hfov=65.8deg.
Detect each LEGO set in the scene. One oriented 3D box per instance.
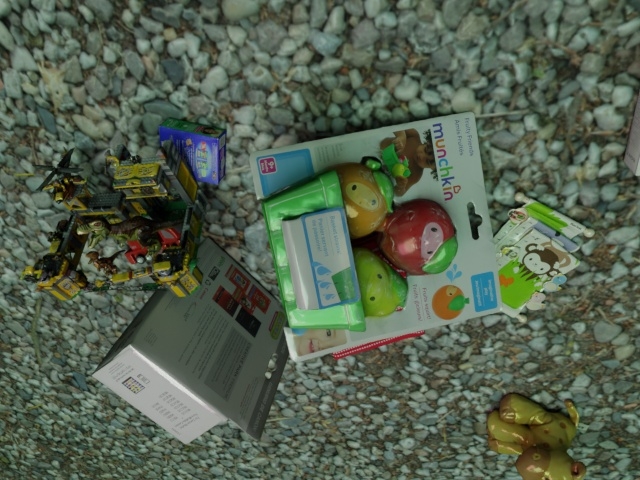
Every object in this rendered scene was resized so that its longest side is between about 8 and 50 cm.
[{"bbox_3d":[-0.346,-0.038,0.807,0.331,0.255,0.192,4,149,14],"label":"LEGO set"}]

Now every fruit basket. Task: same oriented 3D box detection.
[{"bbox_3d":[0.096,-0.004,0.745,0.353,0.165,0.327,-10,98,-2],"label":"fruit basket"}]

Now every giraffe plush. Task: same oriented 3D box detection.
[{"bbox_3d":[0.453,0.438,1.007,0.210,0.170,0.181,-4,121,16],"label":"giraffe plush"}]

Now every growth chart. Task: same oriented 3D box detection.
[{"bbox_3d":[0.358,0.039,0.866,0.172,0.021,0.237,22,125,-2],"label":"growth chart"}]

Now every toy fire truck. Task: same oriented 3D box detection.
[{"bbox_3d":[-0.364,-0.023,0.980,0.192,0.047,0.135,-15,116,21],"label":"toy fire truck"}]

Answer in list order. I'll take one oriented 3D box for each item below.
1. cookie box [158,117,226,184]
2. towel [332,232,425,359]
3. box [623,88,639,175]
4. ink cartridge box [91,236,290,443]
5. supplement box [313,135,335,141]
[{"bbox_3d":[-0.223,-0.156,0.865,0.107,0.040,0.092,13,126,5],"label":"cookie box"},{"bbox_3d":[0.086,0.106,0.915,0.199,0.031,0.275,-17,125,2],"label":"towel"},{"bbox_3d":[0.547,-0.237,0.620,0.232,0.058,0.322,0,123,13],"label":"box"},{"bbox_3d":[-0.205,0.194,0.923,0.130,0.309,0.272,-36,108,30],"label":"ink cartridge box"},{"bbox_3d":[0.017,-0.128,0.825,0.055,0.043,0.083,4,122,11],"label":"supplement box"}]
